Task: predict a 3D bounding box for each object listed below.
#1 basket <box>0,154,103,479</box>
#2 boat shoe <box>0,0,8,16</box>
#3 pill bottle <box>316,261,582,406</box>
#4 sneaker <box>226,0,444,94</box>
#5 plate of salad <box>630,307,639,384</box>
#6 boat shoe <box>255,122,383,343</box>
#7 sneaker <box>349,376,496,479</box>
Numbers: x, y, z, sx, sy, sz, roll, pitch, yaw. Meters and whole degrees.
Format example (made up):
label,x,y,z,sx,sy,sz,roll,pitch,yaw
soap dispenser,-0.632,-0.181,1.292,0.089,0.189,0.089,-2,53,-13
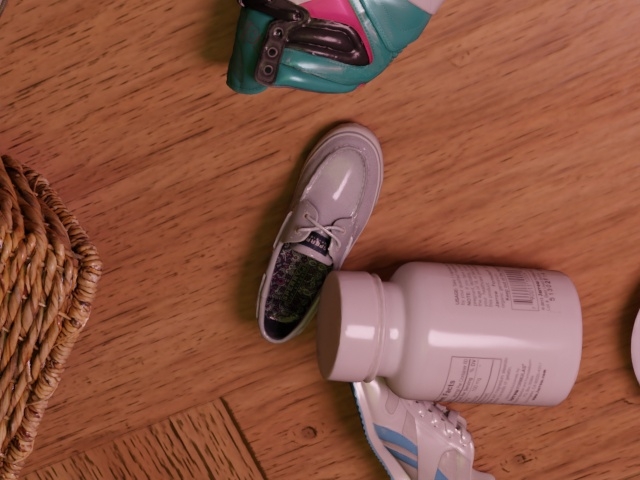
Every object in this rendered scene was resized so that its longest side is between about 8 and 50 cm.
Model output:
label,x,y,z,sx,sy,sz,roll,pitch,yaw
basket,-0.340,0.065,1.868,0.223,0.213,0.299,20,112,-8
boat shoe,-0.317,-0.276,1.778,0.113,0.103,0.302,21,113,-5
pill bottle,0.118,0.086,1.867,0.229,0.131,0.131,4,114,-13
sneaker,-0.054,-0.224,1.781,0.295,0.124,0.178,30,102,-10
plate of salad,0.394,0.089,1.923,0.199,0.048,0.200,-3,113,-7
boat shoe,-0.001,0.000,1.889,0.079,0.081,0.228,21,113,-6
sneaker,0.095,0.187,1.969,0.092,0.087,0.229,-27,116,6
